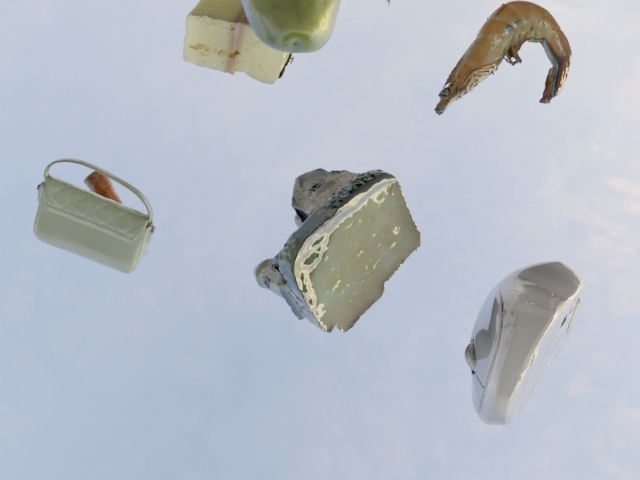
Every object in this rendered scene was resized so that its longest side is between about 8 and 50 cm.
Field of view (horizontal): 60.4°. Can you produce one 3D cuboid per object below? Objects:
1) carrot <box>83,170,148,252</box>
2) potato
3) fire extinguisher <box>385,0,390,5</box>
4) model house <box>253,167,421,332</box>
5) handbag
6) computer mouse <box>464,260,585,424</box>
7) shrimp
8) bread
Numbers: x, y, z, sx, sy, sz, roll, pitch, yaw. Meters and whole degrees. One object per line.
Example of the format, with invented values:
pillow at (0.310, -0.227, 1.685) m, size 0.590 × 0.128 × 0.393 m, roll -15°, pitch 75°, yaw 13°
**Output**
carrot at (-0.478, -0.064, 1.318) m, size 0.057 × 0.057 × 0.224 m, roll -37°, pitch -82°, yaw -20°
potato at (-0.066, -0.530, 1.127) m, size 0.216 × 0.216 × 0.304 m, roll -3°, pitch -113°, yaw -6°
fire extinguisher at (0.133, -0.563, 1.221) m, size 0.025 × 0.038 × 0.083 m, roll -33°, pitch -96°, yaw -21°
model house at (0.002, 0.001, 1.153) m, size 0.298 × 0.243 × 0.284 m, roll -43°, pitch -147°, yaw -19°
handbag at (-0.474, -0.060, 1.169) m, size 0.256 × 0.219 × 0.079 m, roll 23°, pitch -149°, yaw -6°
computer mouse at (0.282, 0.128, 0.797) m, size 0.121 × 0.184 × 0.297 m, roll 28°, pitch -139°, yaw 31°
shrimp at (0.153, -0.139, 0.462) m, size 0.127 × 0.025 × 0.091 m, roll -41°, pitch -80°, yaw 3°
bread at (-0.205, -0.739, 1.799) m, size 0.346 × 0.242 × 0.404 m, roll 23°, pitch -114°, yaw -1°
